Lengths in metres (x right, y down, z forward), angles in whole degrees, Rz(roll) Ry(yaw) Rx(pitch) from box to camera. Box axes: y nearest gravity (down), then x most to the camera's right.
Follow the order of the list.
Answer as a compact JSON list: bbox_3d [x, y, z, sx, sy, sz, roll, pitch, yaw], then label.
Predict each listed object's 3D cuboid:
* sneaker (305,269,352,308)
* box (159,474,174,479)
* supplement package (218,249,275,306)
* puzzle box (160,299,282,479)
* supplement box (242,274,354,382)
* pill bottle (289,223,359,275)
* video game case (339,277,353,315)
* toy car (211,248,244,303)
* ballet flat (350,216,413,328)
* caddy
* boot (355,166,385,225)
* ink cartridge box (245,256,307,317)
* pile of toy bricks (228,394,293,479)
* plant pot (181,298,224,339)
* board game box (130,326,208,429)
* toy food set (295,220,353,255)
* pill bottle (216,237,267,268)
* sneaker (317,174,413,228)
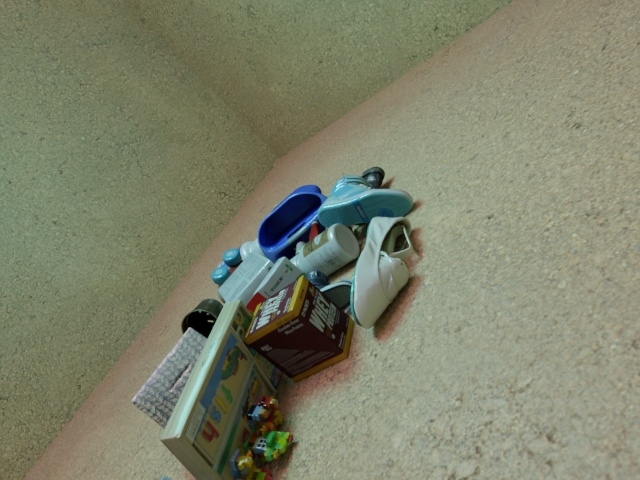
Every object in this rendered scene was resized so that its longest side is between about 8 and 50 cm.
[{"bbox_3d":[0.017,0.135,1.367,0.226,0.086,0.163,-35,25,35],"label":"sneaker"},{"bbox_3d":[-0.387,0.668,1.070,0.290,0.087,0.169,-54,10,40],"label":"box"},{"bbox_3d":[-0.196,0.182,1.613,0.198,0.199,0.263,-50,19,-9],"label":"supplement package"},{"bbox_3d":[-0.208,0.376,1.137,0.052,0.272,0.408,-14,31,20],"label":"puzzle box"},{"bbox_3d":[-0.053,0.229,1.213,0.191,0.194,0.129,-35,22,32],"label":"supplement box"},{"bbox_3d":[0.004,0.052,1.556,0.229,0.131,0.131,-35,22,32],"label":"pill bottle"},{"bbox_3d":[0.059,0.175,1.362,0.143,0.019,0.157,-51,20,-11],"label":"video game case"},{"bbox_3d":[-0.273,0.166,1.905,0.238,0.219,0.210,-3,39,23],"label":"toy car"},{"bbox_3d":[0.172,0.055,1.226,0.139,0.139,0.400,-34,21,33],"label":"ballet flat"},{"bbox_3d":[-0.075,-0.048,1.775,0.341,0.241,0.179,-39,13,21],"label":"caddy"},{"bbox_3d":[0.139,-0.141,1.746,0.263,0.091,0.228,-39,26,41],"label":"boot"},{"bbox_3d":[-0.111,0.191,1.443,0.224,0.181,0.056,-56,17,-28],"label":"ink cartridge box"},{"bbox_3d":[-0.113,0.450,1.063,0.105,0.118,0.212,-1,27,19],"label":"pile of toy bricks"},{"bbox_3d":[-0.484,0.334,2.008,0.167,0.167,0.165,-42,12,14],"label":"plant pot"},{"bbox_3d":[-0.341,0.412,1.315,0.232,0.141,0.291,-54,-19,-21],"label":"board game box"},{"bbox_3d":[0.000,0.000,1.674,0.232,0.111,0.104,-33,35,28],"label":"toy food set"},{"bbox_3d":[-0.336,0.099,2.164,0.272,0.152,0.152,-37,21,28],"label":"pill bottle"},{"bbox_3d":[0.155,-0.154,1.561,0.319,0.127,0.208,-6,38,25],"label":"sneaker"}]
